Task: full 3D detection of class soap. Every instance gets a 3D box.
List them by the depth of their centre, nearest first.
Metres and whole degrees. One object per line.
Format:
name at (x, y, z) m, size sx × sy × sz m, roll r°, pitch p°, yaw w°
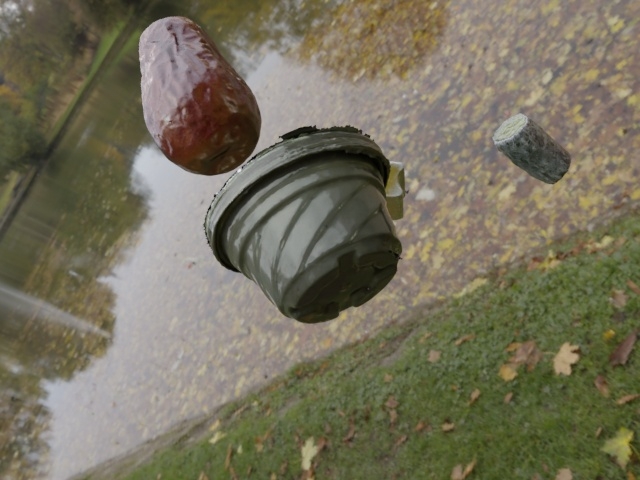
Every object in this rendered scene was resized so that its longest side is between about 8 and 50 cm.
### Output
soap at (0.112, -0.111, 1.420) m, size 0.274 × 0.173 × 0.089 m, roll 45°, pitch -131°, yaw -78°

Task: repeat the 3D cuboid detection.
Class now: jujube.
jujube at (-0.196, -0.229, 0.977) m, size 0.190 × 0.189 × 0.256 m, roll -31°, pitch 74°, yaw 45°

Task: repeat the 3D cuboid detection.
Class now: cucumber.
cucumber at (0.297, -0.124, 0.865) m, size 0.064 × 0.112 × 0.064 m, roll -46°, pitch 21°, yaw 24°

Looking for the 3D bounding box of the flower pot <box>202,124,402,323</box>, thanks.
flower pot at (0.000, 0.000, 0.689) m, size 0.235 × 0.235 × 0.141 m, roll -46°, pitch 60°, yaw 27°
